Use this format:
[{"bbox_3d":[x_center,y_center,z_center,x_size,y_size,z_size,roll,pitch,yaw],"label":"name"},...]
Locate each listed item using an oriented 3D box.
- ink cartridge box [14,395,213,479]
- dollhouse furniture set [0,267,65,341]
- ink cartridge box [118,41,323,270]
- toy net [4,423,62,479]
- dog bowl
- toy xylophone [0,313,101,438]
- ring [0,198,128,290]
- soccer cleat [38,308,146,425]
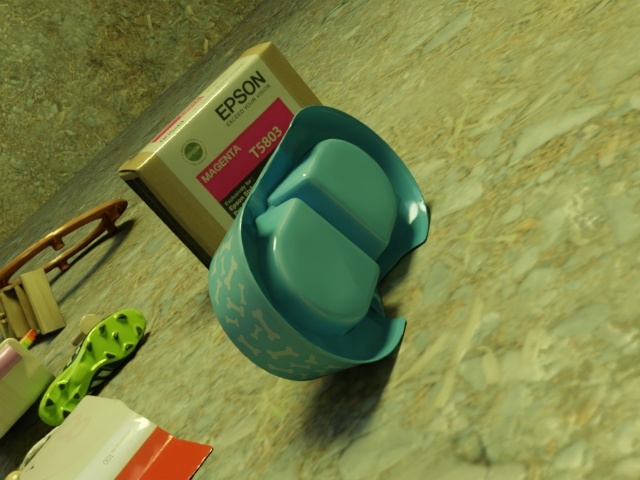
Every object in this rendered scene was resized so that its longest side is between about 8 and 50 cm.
[{"bbox_3d":[-0.225,0.237,0.774,0.189,0.066,0.232,-52,19,-28],"label":"ink cartridge box"},{"bbox_3d":[-0.580,0.146,1.377,0.242,0.212,0.161,-22,1,-44],"label":"dollhouse furniture set"},{"bbox_3d":[-0.092,-0.092,1.016,0.234,0.193,0.088,-48,21,-17],"label":"ink cartridge box"},{"bbox_3d":[-0.345,0.294,0.895,0.232,0.045,0.122,-44,-7,-18],"label":"toy net"},{"bbox_3d":[0.000,0.000,0.724,0.074,0.166,0.297,-40,17,35],"label":"dog bowl"},{"bbox_3d":[-0.420,0.186,1.132,0.236,0.081,0.323,-51,11,-31],"label":"toy xylophone"},{"bbox_3d":[-0.515,0.027,1.633,0.337,0.032,0.336,-37,0,0],"label":"ring"},{"bbox_3d":[-0.293,0.158,1.056,0.179,0.060,0.072,-51,10,-26],"label":"soccer cleat"}]
